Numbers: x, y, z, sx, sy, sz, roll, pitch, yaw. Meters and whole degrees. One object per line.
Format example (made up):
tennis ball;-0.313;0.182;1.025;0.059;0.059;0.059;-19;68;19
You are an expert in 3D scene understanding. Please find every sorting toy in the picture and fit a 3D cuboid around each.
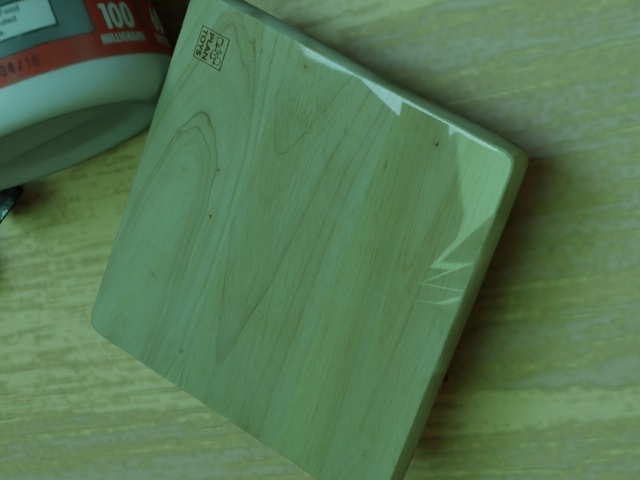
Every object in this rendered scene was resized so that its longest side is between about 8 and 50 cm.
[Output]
sorting toy;0.000;0.000;1.195;0.255;0.089;0.257;31;113;26

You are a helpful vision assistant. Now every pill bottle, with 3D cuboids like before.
pill bottle;-0.252;-0.229;1.250;0.210;0.210;0.363;-26;83;34

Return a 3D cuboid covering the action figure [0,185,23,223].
action figure;-0.362;-0.092;1.353;0.285;0.099;0.185;38;105;-11
